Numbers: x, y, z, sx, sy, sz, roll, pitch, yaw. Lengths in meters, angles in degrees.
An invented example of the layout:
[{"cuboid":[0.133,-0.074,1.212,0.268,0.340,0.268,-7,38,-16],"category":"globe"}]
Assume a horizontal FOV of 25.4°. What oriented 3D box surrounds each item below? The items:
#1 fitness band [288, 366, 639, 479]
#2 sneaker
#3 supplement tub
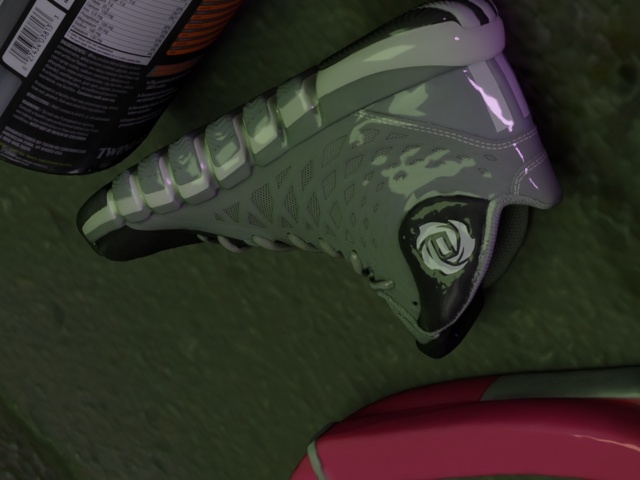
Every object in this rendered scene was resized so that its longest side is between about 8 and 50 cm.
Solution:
[{"cuboid":[0.097,0.163,0.617,0.291,0.054,0.209,-11,103,39],"category":"fitness band"},{"cuboid":[0.000,0.000,0.596,0.229,0.086,0.132,-25,97,38],"category":"sneaker"},{"cuboid":[-0.083,-0.124,0.578,0.117,0.117,0.190,48,128,8],"category":"supplement tub"}]
